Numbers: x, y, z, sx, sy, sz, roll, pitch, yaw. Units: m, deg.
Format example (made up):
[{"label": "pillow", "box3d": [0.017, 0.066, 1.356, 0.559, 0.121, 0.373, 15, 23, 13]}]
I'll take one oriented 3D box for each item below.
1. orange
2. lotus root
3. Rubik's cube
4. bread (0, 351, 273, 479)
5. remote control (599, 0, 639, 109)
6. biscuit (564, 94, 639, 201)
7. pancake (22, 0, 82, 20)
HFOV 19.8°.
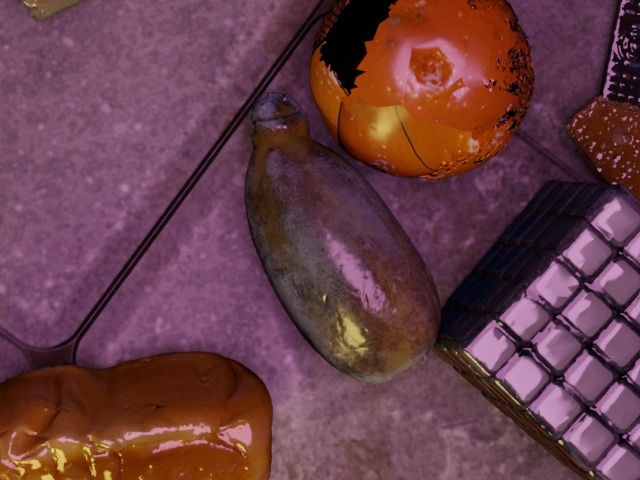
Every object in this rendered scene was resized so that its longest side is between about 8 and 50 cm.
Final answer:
[{"label": "orange", "box3d": [0.104, -0.175, 1.884, 0.235, 0.182, 0.234, -2, 98, -10]}, {"label": "lotus root", "box3d": [0.000, 0.000, 1.887, 0.140, 0.158, 0.322, -33, 90, -23]}, {"label": "Rubik's cube", "box3d": [0.277, 0.094, 1.888, 0.238, 0.237, 0.237, 42, 88, -8]}, {"label": "bread", "box3d": [-0.199, 0.199, 1.867, 0.294, 0.167, 0.132, -2, 116, -9]}, {"label": "remote control", "box3d": [0.347, -0.239, 1.990, 0.063, 0.025, 0.245, 12, 90, -9]}, {"label": "biscuit", "box3d": [0.376, -0.078, 1.987, 0.131, 0.026, 0.237, -42, 105, -5]}, {"label": "pancake", "box3d": [-0.226, -0.405, 1.890, 0.197, 0.054, 0.376, 16, 89, -8]}]
